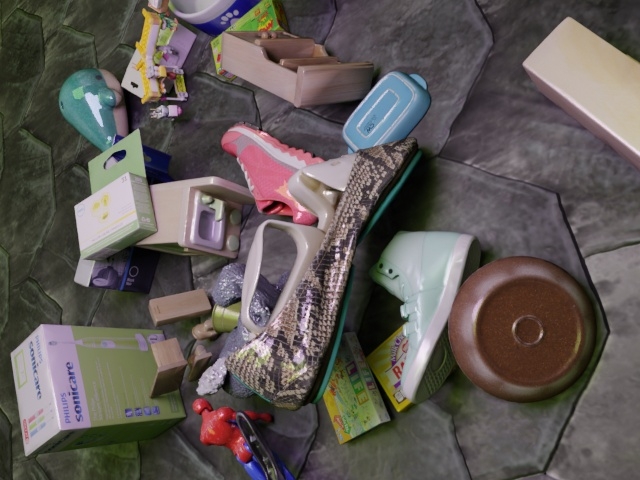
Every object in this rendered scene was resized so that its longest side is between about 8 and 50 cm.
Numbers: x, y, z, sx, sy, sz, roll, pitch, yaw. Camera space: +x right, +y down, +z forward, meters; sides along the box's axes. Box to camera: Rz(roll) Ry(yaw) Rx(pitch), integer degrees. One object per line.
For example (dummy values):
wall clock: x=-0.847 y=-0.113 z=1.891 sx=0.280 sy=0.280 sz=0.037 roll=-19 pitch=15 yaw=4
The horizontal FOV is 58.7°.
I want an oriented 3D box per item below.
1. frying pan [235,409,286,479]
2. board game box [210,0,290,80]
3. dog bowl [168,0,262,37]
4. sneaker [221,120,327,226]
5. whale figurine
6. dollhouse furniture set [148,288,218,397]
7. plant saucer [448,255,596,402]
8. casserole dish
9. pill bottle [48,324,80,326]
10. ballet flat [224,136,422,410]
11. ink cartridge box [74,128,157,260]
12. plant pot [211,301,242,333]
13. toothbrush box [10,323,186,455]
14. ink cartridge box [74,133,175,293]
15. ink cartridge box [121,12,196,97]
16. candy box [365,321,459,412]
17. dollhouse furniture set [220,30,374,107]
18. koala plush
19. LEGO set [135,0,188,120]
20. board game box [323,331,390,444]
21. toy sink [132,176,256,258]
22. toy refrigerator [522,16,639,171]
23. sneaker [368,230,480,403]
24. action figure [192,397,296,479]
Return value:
frying pan: x=-0.021 y=0.423 z=0.894 sx=0.197 sy=0.053 sz=0.326 roll=-12 pitch=92 yaw=18
board game box: x=-0.155 y=-0.439 z=1.239 sx=0.181 sy=0.043 sz=0.092 roll=-27 pitch=66 yaw=28
dog bowl: x=-0.228 y=-0.606 z=1.290 sx=0.264 sy=0.104 sz=0.265 roll=-8 pitch=75 yaw=33
sneaker: x=-0.101 y=-0.123 z=1.071 sx=0.313 sy=0.116 sz=0.136 roll=29 pitch=84 yaw=36
whale figurine: x=-0.563 y=-0.300 z=1.428 sx=0.216 sy=0.141 sz=0.272 roll=-37 pitch=71 yaw=49
dollhouse furniture set: x=-0.288 y=0.206 z=1.149 sx=0.151 sy=0.144 sz=0.123 roll=61 pitch=144 yaw=27
plant saucer: x=0.273 y=0.119 z=0.757 sx=0.198 sy=0.036 sz=0.199 roll=0 pitch=86 yaw=4
casserole dish: x=0.109 y=-0.220 z=1.009 sx=0.188 sy=0.037 sz=0.114 roll=-49 pitch=56 yaw=18
pill bottle: x=-0.624 y=0.312 z=1.362 sx=0.117 sy=0.117 sz=0.215 roll=-4 pitch=78 yaw=35
ballet flat: x=0.000 y=0.000 z=0.847 sx=0.182 sy=0.164 sz=0.483 roll=27 pitch=67 yaw=-4
ink cartridge box: x=-0.423 y=-0.096 z=1.150 sx=0.171 sy=0.056 sz=0.235 roll=-24 pitch=71 yaw=26
plant pot: x=-0.153 y=0.148 z=1.096 sx=0.079 sy=0.083 sz=0.083 roll=10 pitch=86 yaw=23
toothbrush box: x=-0.433 y=0.289 z=1.129 sx=0.122 sy=0.283 sz=0.206 roll=-37 pitch=62 yaw=23
ink cartridge box: x=-0.420 y=-0.053 z=1.267 sx=0.065 sy=0.165 sz=0.333 roll=13 pitch=89 yaw=36
ink cartridge box: x=-0.400 y=-0.443 z=1.400 sx=0.115 sy=0.067 sz=0.198 roll=34 pitch=98 yaw=36
candy box: x=0.170 y=0.164 z=0.887 sx=0.206 sy=0.027 sz=0.105 roll=-46 pitch=54 yaw=18
dollhouse furniture set: x=-0.031 y=-0.465 z=0.979 sx=0.256 sy=0.362 sz=0.394 roll=35 pitch=128 yaw=36
koala plush: x=-0.104 y=0.186 z=0.970 sx=0.221 sy=0.196 sz=0.203 roll=-54 pitch=51 yaw=19
LEGO set: x=-0.346 y=-0.419 z=1.295 sx=0.132 sy=0.107 sz=0.287 roll=17 pitch=109 yaw=50
board game box: x=0.045 y=0.244 z=0.943 sx=0.103 sy=0.026 sz=0.154 roll=-43 pitch=58 yaw=37
toy sink: x=-0.250 y=-0.037 z=1.153 sx=0.234 sy=0.152 sz=0.131 roll=-3 pitch=78 yaw=34
toy refrigerator: x=0.405 y=-0.176 z=0.749 sx=0.094 sy=0.102 sz=0.270 roll=-46 pitch=57 yaw=18
sneaker: x=0.134 y=0.104 z=0.852 sx=0.151 sy=0.094 sz=0.256 roll=10 pitch=72 yaw=36
action figure: x=-0.107 y=0.370 z=1.011 sx=0.280 sy=0.139 sz=0.091 roll=39 pitch=101 yaw=12
